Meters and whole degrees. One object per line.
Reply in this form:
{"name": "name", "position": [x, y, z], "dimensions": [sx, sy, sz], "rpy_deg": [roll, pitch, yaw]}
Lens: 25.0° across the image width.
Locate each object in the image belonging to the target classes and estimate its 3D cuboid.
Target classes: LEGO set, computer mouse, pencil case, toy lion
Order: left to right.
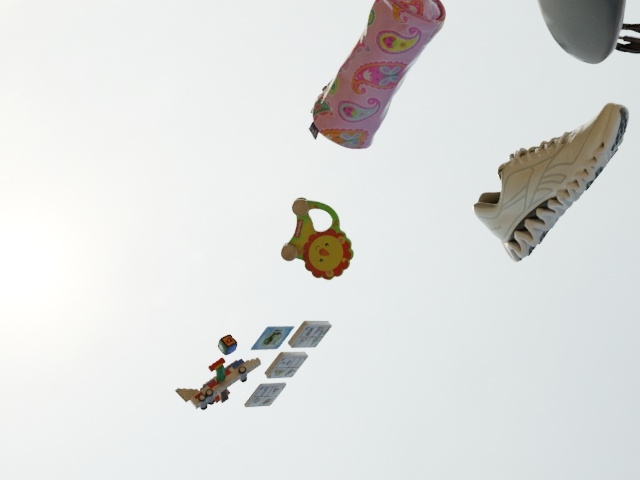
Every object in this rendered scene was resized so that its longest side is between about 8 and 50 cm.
{"name": "LEGO set", "position": [-0.109, 0.184, 2.233], "dimensions": [0.060, 0.244, 0.182], "rpy_deg": [46, -69, 25]}
{"name": "toy lion", "position": [0.000, 0.000, 1.919], "dimensions": [0.034, 0.096, 0.100], "rpy_deg": [-77, -179, -83]}
{"name": "pencil case", "position": [0.085, -0.274, 2.257], "dimensions": [0.124, 0.124, 0.284], "rpy_deg": [-91, -153, -49]}
{"name": "computer mouse", "position": [0.523, -0.265, 2.020], "dimensions": [0.242, 0.071, 0.041], "rpy_deg": [18, -128, 9]}

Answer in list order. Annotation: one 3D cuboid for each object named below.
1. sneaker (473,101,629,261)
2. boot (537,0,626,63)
{"name": "sneaker", "position": [0.322, -0.096, 2.037], "dimensions": [0.292, 0.118, 0.110], "rpy_deg": [-52, 173, 37]}
{"name": "boot", "position": [0.266, -0.311, 1.359], "dimensions": [0.112, 0.305, 0.115], "rpy_deg": [26, -130, 38]}
